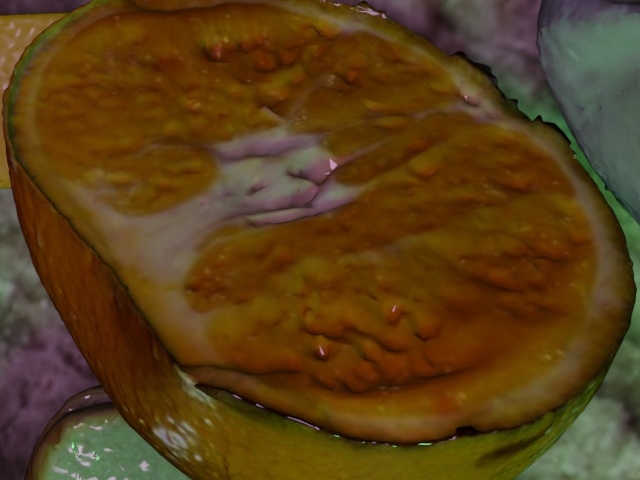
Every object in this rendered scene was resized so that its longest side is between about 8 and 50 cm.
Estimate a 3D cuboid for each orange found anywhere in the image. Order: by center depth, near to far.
[{"bbox_3d":[-0.002,0.004,0.925,0.310,0.274,0.274,8,101,50],"label":"orange"}]

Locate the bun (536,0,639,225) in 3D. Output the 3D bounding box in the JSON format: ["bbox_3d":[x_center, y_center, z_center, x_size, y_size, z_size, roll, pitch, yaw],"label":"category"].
[{"bbox_3d":[0.276,-0.103,0.905,0.354,0.194,0.354,1,95,10],"label":"bun"}]

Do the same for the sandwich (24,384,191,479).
[{"bbox_3d":[-0.059,0.220,1.055,0.249,0.095,0.273,16,101,11],"label":"sandwich"}]

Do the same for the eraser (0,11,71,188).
[{"bbox_3d":[-0.180,-0.077,1.060,0.122,0.045,0.097,1,98,10],"label":"eraser"}]
